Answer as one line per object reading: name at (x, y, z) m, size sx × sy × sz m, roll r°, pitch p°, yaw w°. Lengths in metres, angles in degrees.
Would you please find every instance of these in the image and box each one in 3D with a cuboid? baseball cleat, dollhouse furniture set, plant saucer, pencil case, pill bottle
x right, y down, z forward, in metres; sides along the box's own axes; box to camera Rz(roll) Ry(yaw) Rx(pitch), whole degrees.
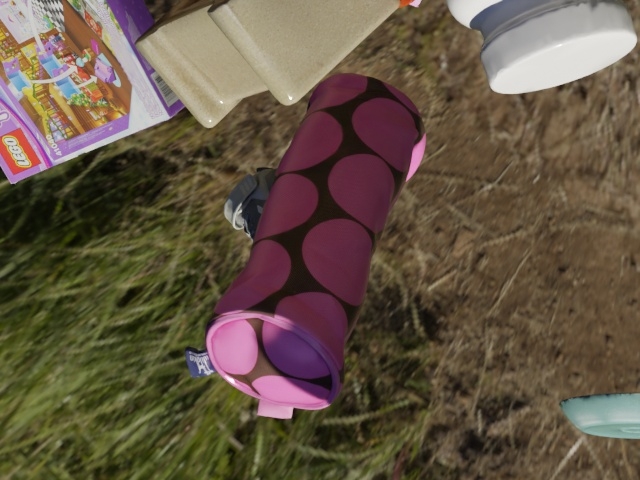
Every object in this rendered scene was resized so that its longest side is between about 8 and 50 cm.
baseball cleat at (-0.069, -0.003, 1.546) m, size 0.109 × 0.206 × 0.072 m, roll 3°, pitch 140°, yaw 10°
dollhouse furniture set at (-0.067, -0.186, 0.511) m, size 0.259 × 0.135 × 0.262 m, roll 51°, pitch 153°, yaw -20°
plant saucer at (0.248, 0.140, 0.997) m, size 0.119 × 0.119 × 0.021 m, roll -3°, pitch 73°, yaw 18°
pencil case at (0.000, 0.000, 0.754) m, size 0.095 × 0.209 × 0.098 m, roll 9°, pitch 140°, yaw 19°
pill bottle at (0.223, -0.367, 1.451) m, size 0.210 × 0.210 × 0.363 m, roll -19°, pitch 80°, yaw 21°

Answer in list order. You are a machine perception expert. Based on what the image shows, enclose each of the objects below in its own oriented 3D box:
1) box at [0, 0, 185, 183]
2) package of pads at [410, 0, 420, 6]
box at (-0.266, -0.214, 1.130) m, size 0.200 × 0.057 × 0.293 m, roll -18°, pitch 108°, yaw 30°
package of pads at (0.060, -0.236, 1.077) m, size 0.083 × 0.032 × 0.050 m, roll 17°, pitch 127°, yaw -24°
